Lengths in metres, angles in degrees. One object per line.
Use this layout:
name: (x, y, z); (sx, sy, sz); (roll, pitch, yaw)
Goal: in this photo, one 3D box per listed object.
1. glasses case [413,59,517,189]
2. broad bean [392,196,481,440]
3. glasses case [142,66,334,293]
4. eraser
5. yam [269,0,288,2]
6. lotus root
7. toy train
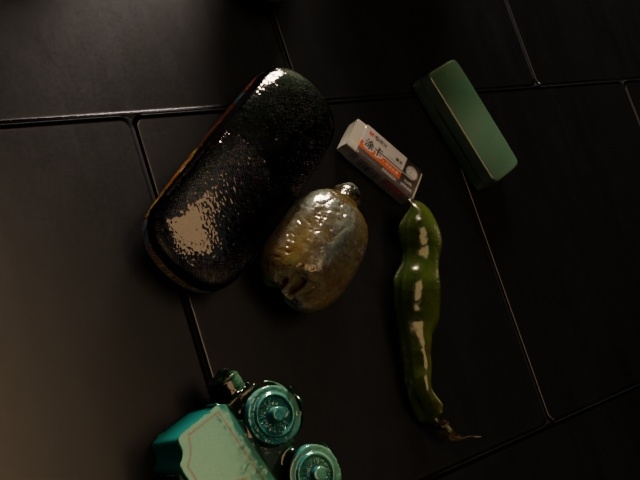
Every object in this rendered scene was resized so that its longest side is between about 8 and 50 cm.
glasses case: (0.211, -0.168, 1.371); (0.078, 0.039, 0.184); (-35, 95, -41)
broad bean: (0.133, 0.098, 1.198); (0.098, 0.056, 0.318); (0, 77, -44)
glasses case: (-0.086, -0.077, 1.081); (0.122, 0.082, 0.321); (43, 53, -14)
eraser: (0.080, -0.104, 1.252); (0.122, 0.029, 0.052); (39, 53, -19)
yam: (-0.041, -0.459, 1.247); (0.133, 0.133, 0.330); (23, 63, -29)
lotus root: (0.000, 0.000, 1.114); (0.113, 0.088, 0.192); (40, 52, -9)
toy train: (-0.075, 0.235, 0.953); (0.154, 0.107, 0.198); (-36, 95, -33)
